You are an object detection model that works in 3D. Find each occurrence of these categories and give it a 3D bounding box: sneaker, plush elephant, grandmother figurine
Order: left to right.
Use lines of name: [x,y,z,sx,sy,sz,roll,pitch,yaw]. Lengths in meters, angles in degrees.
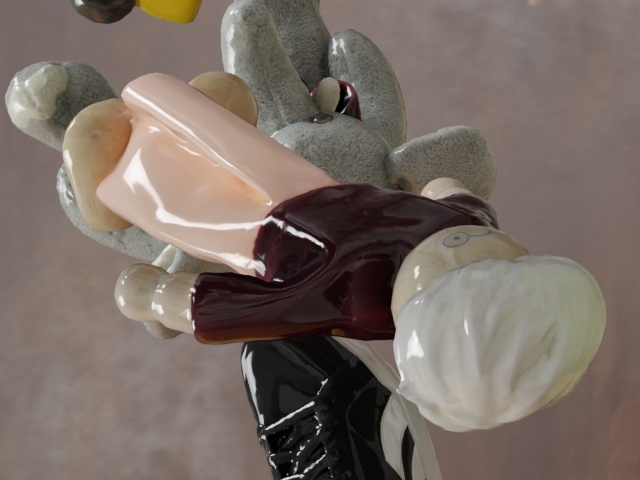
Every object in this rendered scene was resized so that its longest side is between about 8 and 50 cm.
plush elephant: [-0.035,-0.057,1.365,0.272,0.255,0.330,-24,87,-17]
grandmother figurine: [0.000,0.000,0.946,0.342,0.208,0.104,25,135,50]
sneaker: [0.006,0.134,0.968,0.079,0.121,0.217,-38,77,31]

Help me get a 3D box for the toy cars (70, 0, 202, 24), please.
toy cars: [-0.226,-0.164,0.966,0.394,0.176,0.087,-7,54,26]
